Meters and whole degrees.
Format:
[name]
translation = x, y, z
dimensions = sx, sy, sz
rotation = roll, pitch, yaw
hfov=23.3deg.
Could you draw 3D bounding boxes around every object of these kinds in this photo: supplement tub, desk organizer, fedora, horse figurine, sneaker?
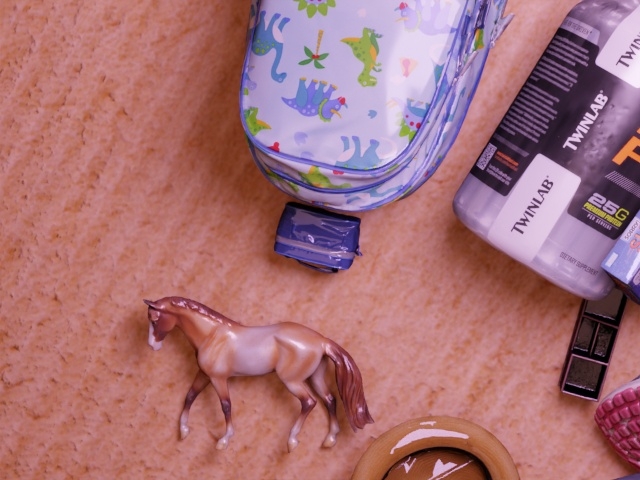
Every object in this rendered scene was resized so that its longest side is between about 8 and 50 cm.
[supplement tub]
translation = 0.292, -0.113, 1.598
dimensions = 0.194, 0.193, 0.316
rotation = 31, 99, 4
[desk organizer]
translation = 0.298, 0.106, 1.687
dimensions = 0.047, 0.050, 0.130
rotation = 16, 97, 6
[fedora]
translation = 0.121, 0.284, 1.704
dimensions = 0.194, 0.079, 0.194
rotation = 1, 83, -5
[horse figurine]
translation = -0.065, 0.149, 1.736
dimensions = 0.263, 0.066, 0.174
rotation = 3, 101, 10
[sneaker]
translation = 0.408, 0.151, 1.606
dimensions = 0.121, 0.112, 0.299
rotation = 48, 135, -2

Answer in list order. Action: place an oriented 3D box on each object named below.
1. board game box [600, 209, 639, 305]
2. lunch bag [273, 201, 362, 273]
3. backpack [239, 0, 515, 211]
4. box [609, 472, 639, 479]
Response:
[board game box]
translation = 0.364, -0.031, 1.554
dimensions = 0.035, 0.136, 0.201
rotation = 35, 90, 26
[lunch bag]
translation = 0.000, 0.000, 1.712
dimensions = 0.098, 0.067, 0.065
rotation = 15, 97, 5
[backpack]
translation = 0.042, -0.205, 1.614
dimensions = 0.290, 0.273, 0.355
rotation = 16, 107, 2
[box]
translation = 0.529, 0.433, 1.441
dimensions = 0.297, 0.480, 0.471
rotation = 6, 99, 51
